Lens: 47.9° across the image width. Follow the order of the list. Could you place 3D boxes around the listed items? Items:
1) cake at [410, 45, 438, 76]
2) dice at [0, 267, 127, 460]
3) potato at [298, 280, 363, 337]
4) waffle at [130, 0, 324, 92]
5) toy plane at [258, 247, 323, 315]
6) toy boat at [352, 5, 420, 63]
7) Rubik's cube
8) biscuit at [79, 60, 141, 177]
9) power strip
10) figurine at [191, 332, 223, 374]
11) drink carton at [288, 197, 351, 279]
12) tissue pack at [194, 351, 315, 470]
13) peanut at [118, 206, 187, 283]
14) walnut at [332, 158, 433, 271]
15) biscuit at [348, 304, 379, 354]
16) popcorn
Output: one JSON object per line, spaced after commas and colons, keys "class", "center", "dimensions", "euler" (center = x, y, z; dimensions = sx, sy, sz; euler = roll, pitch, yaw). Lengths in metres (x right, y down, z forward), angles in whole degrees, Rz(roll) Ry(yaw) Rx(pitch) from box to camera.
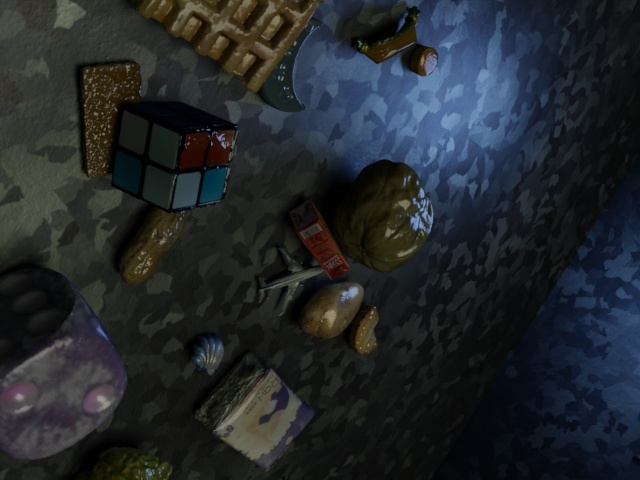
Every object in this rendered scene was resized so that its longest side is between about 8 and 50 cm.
{"class": "cake", "center": [0.287, -0.494, 1.991], "dimensions": [0.084, 0.044, 0.084], "euler": [-25, 129, -35]}
{"class": "dice", "center": [-0.561, 0.237, 1.408], "dimensions": [0.270, 0.270, 0.271], "euler": [-34, 135, -25]}
{"class": "potato", "center": [0.038, 0.209, 2.129], "dimensions": [0.235, 0.128, 0.161], "euler": [-13, 128, -47]}
{"class": "waffle", "center": [-0.163, -0.496, 1.419], "dimensions": [0.348, 0.077, 0.304], "euler": [26, 111, -42]}
{"class": "toy plane", "center": [-0.080, 0.105, 1.992], "dimensions": [0.226, 0.058, 0.226], "euler": [-26, 130, -37]}
{"class": "toy boat", "center": [0.182, -0.521, 1.848], "dimensions": [0.229, 0.089, 0.088], "euler": [-34, 96, -26]}
{"class": "Rubik's cube", "center": [-0.296, -0.173, 1.469], "dimensions": [0.183, 0.167, 0.180], "euler": [-20, 130, -54]}
{"class": "biscuit", "center": [-0.416, -0.240, 1.437], "dimensions": [0.131, 0.025, 0.231], "euler": [-18, 128, -40]}
{"class": "power strip", "center": [-0.077, -0.417, 1.653], "dimensions": [0.167, 0.054, 0.253], "euler": [-15, 126, -41]}
{"class": "figurine", "center": [-0.293, 0.290, 1.892], "dimensions": [0.114, 0.079, 0.114], "euler": [27, 57, -52]}
{"class": "drink carton", "center": [0.000, 0.000, 1.950], "dimensions": [0.071, 0.096, 0.223], "euler": [-29, 133, 6]}
{"class": "tissue pack", "center": [-0.183, 0.500, 2.092], "dimensions": [0.242, 0.125, 0.343], "euler": [-48, 140, -12]}
{"class": "peanut", "center": [-0.376, 0.003, 1.599], "dimensions": [0.214, 0.099, 0.099], "euler": [-51, 141, 0]}
{"class": "walnut", "center": [0.171, -0.065, 1.980], "dimensions": [0.282, 0.253, 0.277], "euler": [48, 55, -41]}
{"class": "biscuit", "center": [0.133, 0.293, 2.338], "dimensions": [0.118, 0.061, 0.183], "euler": [-21, 126, -34]}
{"class": "popcorn", "center": [-0.493, 0.630, 1.808], "dimensions": [0.255, 0.195, 0.256], "euler": [-27, 151, -25]}
